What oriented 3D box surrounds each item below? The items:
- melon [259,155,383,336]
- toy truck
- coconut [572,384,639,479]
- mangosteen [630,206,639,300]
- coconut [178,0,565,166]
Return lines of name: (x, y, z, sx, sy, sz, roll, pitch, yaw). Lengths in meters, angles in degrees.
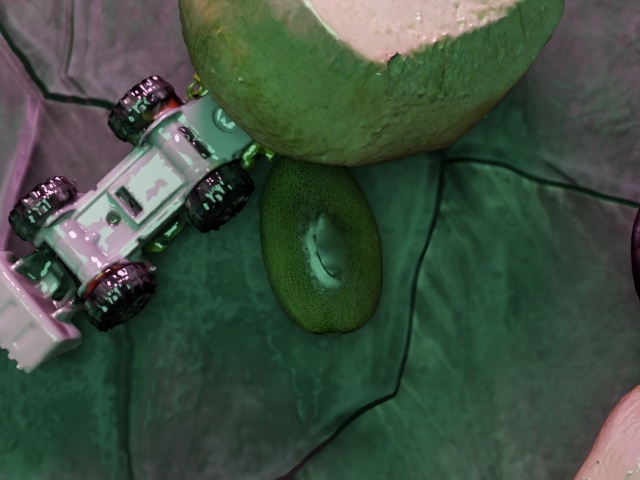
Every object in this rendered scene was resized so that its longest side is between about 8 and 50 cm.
melon: (0.000, 0.000, 1.571, 0.099, 0.099, 0.162, -12, 79, 4)
toy truck: (-0.163, -0.017, 1.582, 0.286, 0.111, 0.136, -42, 79, 1)
coconut: (0.290, 0.193, 1.480, 0.194, 0.194, 0.194, -1, 83, 6)
mangosteen: (0.358, 0.017, 1.504, 0.230, 0.194, 0.194, 12, 83, -28)
coconut: (0.029, -0.200, 1.510, 0.297, 0.254, 0.297, 5, 74, -17)
